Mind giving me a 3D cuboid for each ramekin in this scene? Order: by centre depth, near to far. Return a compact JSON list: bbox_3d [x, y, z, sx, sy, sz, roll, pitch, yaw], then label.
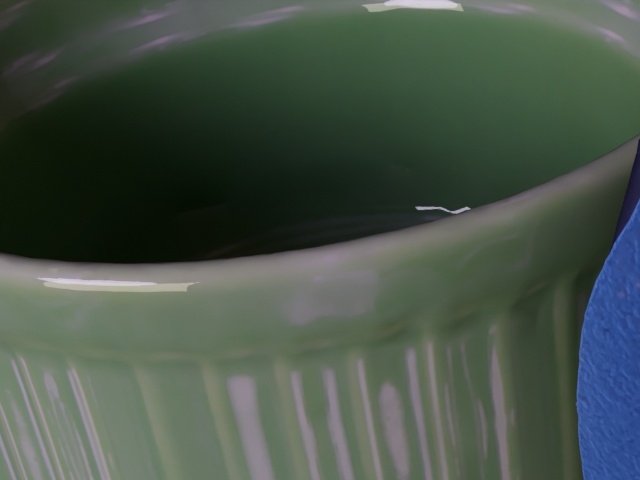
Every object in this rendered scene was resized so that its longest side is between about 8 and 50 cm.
[{"bbox_3d":[0.000,0.000,0.655,0.303,0.303,0.148,16,127,40],"label":"ramekin"}]

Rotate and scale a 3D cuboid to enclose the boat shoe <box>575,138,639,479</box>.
[{"bbox_3d":[0.135,-0.019,0.482,0.109,0.089,0.258,24,121,23],"label":"boat shoe"}]
